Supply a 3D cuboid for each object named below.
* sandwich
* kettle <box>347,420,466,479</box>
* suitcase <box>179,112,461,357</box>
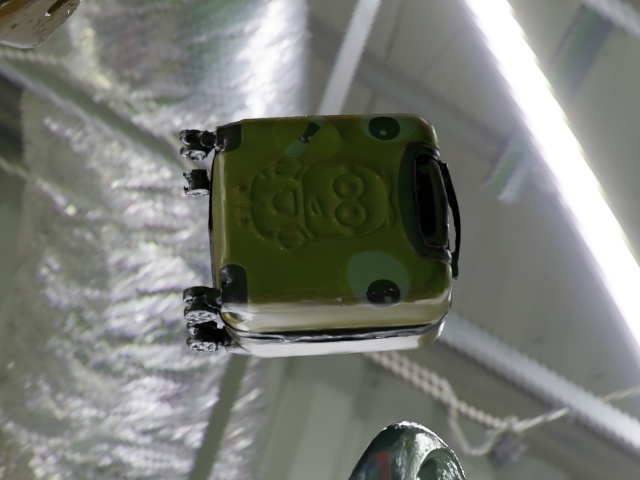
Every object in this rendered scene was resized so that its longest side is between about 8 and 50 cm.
[{"bbox_3d":[-0.223,-0.191,1.256,0.088,0.244,0.090,-43,-92,3],"label":"sandwich"},{"bbox_3d":[0.070,0.291,1.282,0.342,0.247,0.319,17,-109,-74],"label":"kettle"},{"bbox_3d":[0.000,0.000,1.526,0.235,0.143,0.193,-2,-117,-2],"label":"suitcase"}]
